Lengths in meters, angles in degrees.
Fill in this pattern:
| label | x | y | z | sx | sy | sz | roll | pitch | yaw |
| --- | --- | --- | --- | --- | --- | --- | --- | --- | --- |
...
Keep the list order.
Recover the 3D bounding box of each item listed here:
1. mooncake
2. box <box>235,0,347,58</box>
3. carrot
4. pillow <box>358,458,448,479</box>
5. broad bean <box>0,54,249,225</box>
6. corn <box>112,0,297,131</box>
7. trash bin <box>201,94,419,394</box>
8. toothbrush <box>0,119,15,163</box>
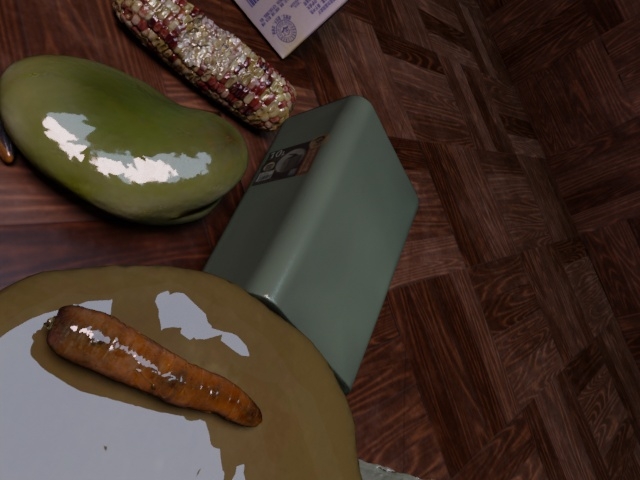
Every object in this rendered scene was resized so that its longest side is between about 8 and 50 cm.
| label | x | y | z | sx | sy | sz | roll | pitch | yaw |
| --- | --- | --- | --- | --- | --- | --- | --- | --- | --- |
| mooncake | -0.153 | 0.215 | 0.362 | 0.379 | 0.201 | 0.378 | 21 | 54 | -32 |
| box | -0.017 | -0.465 | 0.797 | 0.168 | 0.265 | 0.097 | 46 | 41 | -18 |
| carrot | -0.102 | 0.091 | 0.310 | 0.165 | 0.036 | 0.035 | 36 | 47 | -23 |
| pillow | 0.061 | 0.374 | 0.449 | 0.119 | 0.310 | 0.312 | 81 | 19 | -46 |
| broad bean | -0.218 | -0.107 | 0.529 | 0.263 | 0.121 | 0.189 | 22 | 50 | -24 |
| corn | -0.160 | -0.267 | 0.674 | 0.290 | 0.098 | 0.098 | 34 | 49 | -31 |
| trash bin | 0.000 | 0.000 | 0.620 | 0.223 | 0.158 | 0.343 | 56 | 40 | -33 |
| toothbrush | -0.370 | -0.228 | 0.495 | 0.031 | 0.023 | 0.320 | -10 | 77 | -39 |
